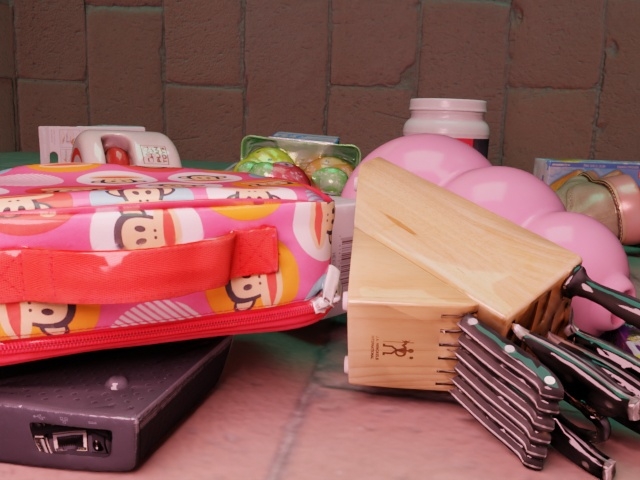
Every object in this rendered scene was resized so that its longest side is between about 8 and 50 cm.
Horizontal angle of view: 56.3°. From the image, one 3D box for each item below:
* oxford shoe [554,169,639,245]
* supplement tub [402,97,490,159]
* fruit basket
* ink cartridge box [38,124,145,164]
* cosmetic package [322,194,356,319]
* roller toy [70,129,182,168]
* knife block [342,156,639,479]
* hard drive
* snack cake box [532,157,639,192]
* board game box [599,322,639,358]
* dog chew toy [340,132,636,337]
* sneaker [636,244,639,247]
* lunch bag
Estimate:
[{"bbox_3d":[0.428,-0.046,1.051,0.146,0.141,0.397,-12,-4,10],"label":"oxford shoe"},{"bbox_3d":[0.277,-0.176,1.344,0.191,0.272,0.191,2,11,0],"label":"supplement tub"},{"bbox_3d":[-0.050,-0.111,1.084,0.327,0.166,0.353,7,10,9],"label":"fruit basket"},{"bbox_3d":[-0.520,-0.171,1.380,0.232,0.189,0.066,-4,12,-27],"label":"ink cartridge box"},{"bbox_3d":[-0.057,0.001,0.667,0.231,0.117,0.085,11,12,41],"label":"cosmetic package"},{"bbox_3d":[-0.280,-0.065,0.881,0.146,0.191,0.209,-3,12,-30],"label":"roller toy"},{"bbox_3d":[0.141,0.040,0.464,0.242,0.088,0.276,2,36,5],"label":"knife block"},{"bbox_3d":[-0.209,0.095,0.438,0.254,0.054,0.172,5,12,13],"label":"hard drive"},{"bbox_3d":[0.635,-0.111,1.400,0.264,0.152,0.089,1,12,-4],"label":"snack cake box"},{"bbox_3d":[0.434,0.112,0.508,0.346,0.056,0.208,5,7,14],"label":"board game box"},{"bbox_3d":[0.165,0.005,0.634,0.206,0.207,0.332,-6,21,-35],"label":"dog chew toy"},{"bbox_3d":[0.672,-0.016,1.112,0.286,0.109,0.130,8,1,-8],"label":"sneaker"},{"bbox_3d":[-0.138,0.005,0.437,0.293,0.120,0.258,-4,10,-24],"label":"lunch bag"}]
